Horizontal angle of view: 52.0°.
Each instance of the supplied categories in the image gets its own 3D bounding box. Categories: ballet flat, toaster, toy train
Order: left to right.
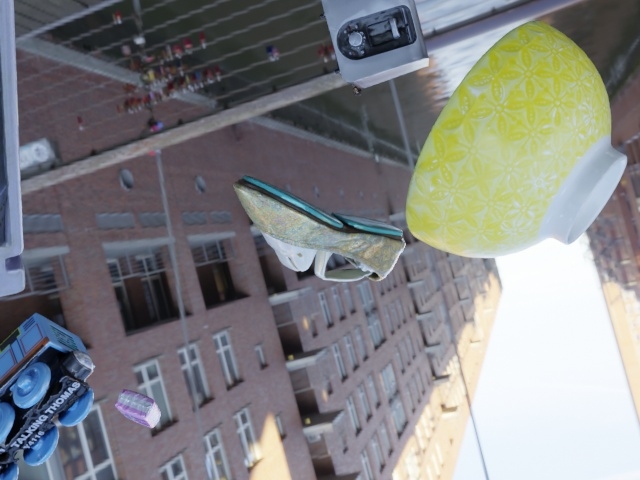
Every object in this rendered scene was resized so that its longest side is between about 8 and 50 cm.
[{"bbox_3d":[-0.294,0.162,0.623,0.184,0.105,0.080,-46,135,-3],"label":"toy train"},{"bbox_3d":[0.000,0.000,0.992,0.123,0.123,0.348,-16,158,39],"label":"ballet flat"},{"bbox_3d":[0.063,-0.280,0.817,0.110,0.168,0.186,-14,-173,11],"label":"toaster"}]

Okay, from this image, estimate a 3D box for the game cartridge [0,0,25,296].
[{"bbox_3d":[-0.257,-0.162,0.460,0.068,0.230,0.355,-11,134,-33],"label":"game cartridge"}]

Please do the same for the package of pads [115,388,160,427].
[{"bbox_3d":[-0.259,0.240,0.937,0.050,0.032,0.083,22,154,5],"label":"package of pads"}]

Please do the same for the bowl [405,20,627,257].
[{"bbox_3d":[0.247,-0.083,0.752,0.289,0.156,0.289,-38,149,-27],"label":"bowl"}]
